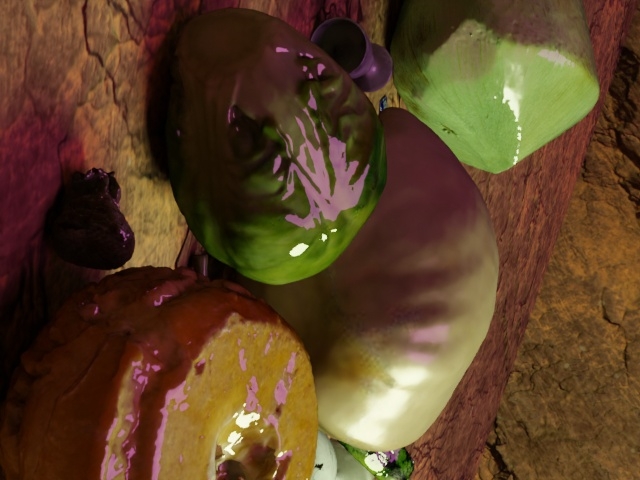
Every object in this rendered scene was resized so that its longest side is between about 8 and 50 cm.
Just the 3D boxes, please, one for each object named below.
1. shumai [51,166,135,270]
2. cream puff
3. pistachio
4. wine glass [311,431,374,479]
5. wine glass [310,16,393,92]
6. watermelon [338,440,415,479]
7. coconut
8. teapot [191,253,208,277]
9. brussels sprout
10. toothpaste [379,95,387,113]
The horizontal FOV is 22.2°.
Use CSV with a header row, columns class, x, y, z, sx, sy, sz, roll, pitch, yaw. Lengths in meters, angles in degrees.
class,x,y,z,sx,sy,sz,roll,pitch,yaw
shumai,-0.197,-0.023,1.454,0.083,0.082,0.080,-33,-149,47
cream puff,-0.160,0.183,1.466,0.343,0.231,0.327,-12,106,-54
pistachio,0.057,0.037,1.893,0.365,0.281,0.445,50,37,-31
wine glass,-0.029,0.298,2.121,0.321,0.143,0.143,48,60,-66
wine glass,0.038,-0.224,1.990,0.155,0.073,0.073,11,94,-76
watermelon,0.037,0.233,2.123,0.063,0.245,0.119,-45,-175,-6
coconut,0.234,-0.245,2.213,0.328,0.281,0.328,-179,-90,-75
teapot,-0.117,0.070,1.763,0.080,0.085,0.110,48,40,-71
brussels sprout,-0.050,-0.099,1.614,0.219,0.210,0.271,-40,131,-25
toothpaste,0.089,-0.161,2.281,0.024,0.015,0.083,-49,144,-51
